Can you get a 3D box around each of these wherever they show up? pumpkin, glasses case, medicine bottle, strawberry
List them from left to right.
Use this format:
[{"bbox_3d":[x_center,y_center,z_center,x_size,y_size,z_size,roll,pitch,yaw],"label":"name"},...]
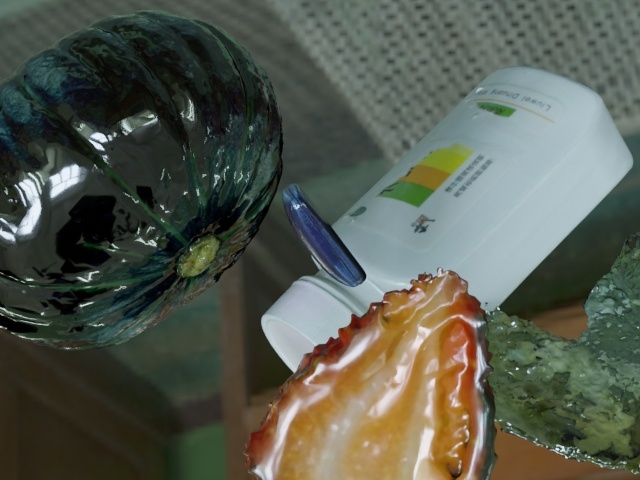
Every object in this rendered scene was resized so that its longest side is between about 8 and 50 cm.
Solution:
[{"bbox_3d":[-0.107,-0.029,0.921,0.150,0.194,0.194,31,144,1],"label":"pumpkin"},{"bbox_3d":[0.000,0.000,1.216,0.023,0.033,0.083,-37,106,6],"label":"glasses case"},{"bbox_3d":[0.027,0.113,0.973,0.140,0.192,0.085,-10,-172,-6],"label":"strawberry"},{"bbox_3d":[0.092,-0.004,1.363,0.161,0.296,0.111,22,152,55],"label":"medicine bottle"}]

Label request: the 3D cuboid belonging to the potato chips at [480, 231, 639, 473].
[{"bbox_3d":[0.206,0.082,1.261,0.220,0.202,0.029,-12,145,-14],"label":"potato chips"}]
